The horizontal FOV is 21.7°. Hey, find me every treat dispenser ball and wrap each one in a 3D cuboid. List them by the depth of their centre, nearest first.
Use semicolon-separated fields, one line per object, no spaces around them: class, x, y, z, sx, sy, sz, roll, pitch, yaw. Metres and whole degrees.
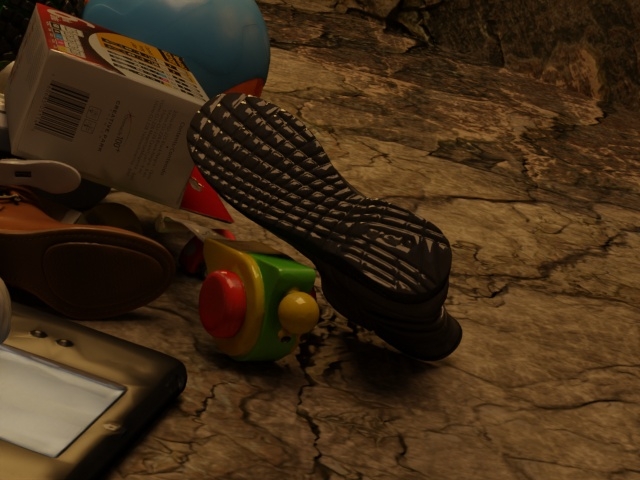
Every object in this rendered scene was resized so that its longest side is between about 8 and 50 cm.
treat dispenser ball;-0.216;-0.267;2.397;0.288;0.288;0.288;10;17;-3

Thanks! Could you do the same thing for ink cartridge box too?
ink cartridge box;-0.225;-0.154;1.984;0.271;0.130;0.309;19;12;-18

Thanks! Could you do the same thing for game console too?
game console;-0.326;0.125;1.448;0.341;0.060;0.386;14;18;10

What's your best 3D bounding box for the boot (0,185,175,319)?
boot;-0.308;-0.003;1.801;0.283;0.109;0.220;-6;26;-10

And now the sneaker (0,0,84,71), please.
sneaker;-0.472;-0.292;2.326;0.343;0.134;0.146;-41;24;-8

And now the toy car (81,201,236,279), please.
toy car;-0.197;0.014;1.899;0.239;0.053;0.225;13;17;9

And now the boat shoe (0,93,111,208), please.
boat shoe;-0.438;-0.144;2.124;0.367;0.136;0.156;11;17;-9

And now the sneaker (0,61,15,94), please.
sneaker;-0.580;-0.246;2.450;0.270;0.090;0.145;11;17;12

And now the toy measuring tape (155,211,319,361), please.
toy measuring tape;-0.096;0.055;1.755;0.121;0.121;0.330;0;12;-31

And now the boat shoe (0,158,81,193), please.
boat shoe;-0.308;-0.073;1.807;0.100;0.035;0.035;2;17;-1

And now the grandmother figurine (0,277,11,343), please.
grandmother figurine;-0.427;0.043;1.408;0.342;0.104;0.208;7;46;-27

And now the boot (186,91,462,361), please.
boot;0.000;0.000;1.777;0.338;0.118;0.223;40;-15;20

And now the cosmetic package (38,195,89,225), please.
cosmetic package;-0.323;-0.016;1.893;0.115;0.041;0.060;19;62;27
